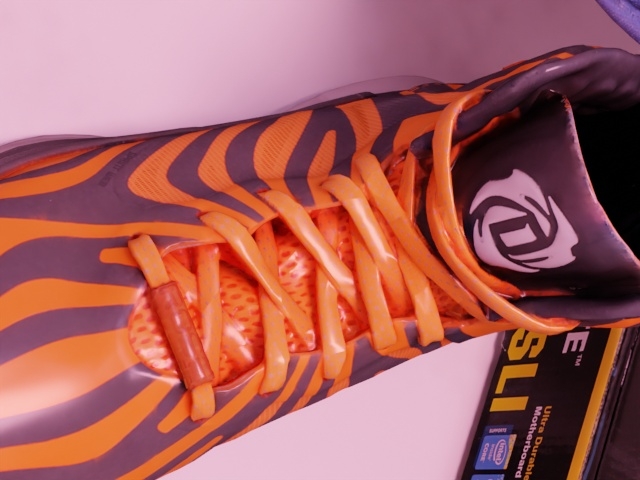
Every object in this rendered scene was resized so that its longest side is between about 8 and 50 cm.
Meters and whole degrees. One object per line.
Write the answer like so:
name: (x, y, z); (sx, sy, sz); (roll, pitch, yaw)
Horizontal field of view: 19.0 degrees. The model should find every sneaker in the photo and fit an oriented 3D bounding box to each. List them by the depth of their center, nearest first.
sneaker: (0.000, 0.000, 0.606); (0.321, 0.180, 0.125); (-26, 100, -36)

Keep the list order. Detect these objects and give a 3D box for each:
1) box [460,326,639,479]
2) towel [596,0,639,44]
box: (0.196, 0.143, 0.801); (0.322, 0.079, 0.257); (32, 68, -30)
towel: (0.151, -0.123, 0.735); (0.209, 0.034, 0.285); (34, 30, -28)
